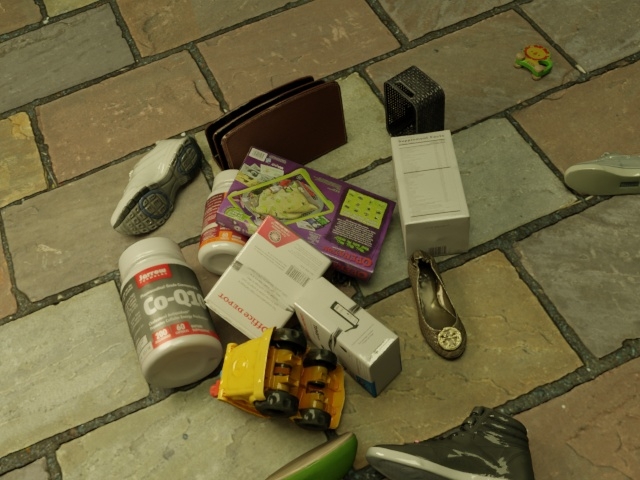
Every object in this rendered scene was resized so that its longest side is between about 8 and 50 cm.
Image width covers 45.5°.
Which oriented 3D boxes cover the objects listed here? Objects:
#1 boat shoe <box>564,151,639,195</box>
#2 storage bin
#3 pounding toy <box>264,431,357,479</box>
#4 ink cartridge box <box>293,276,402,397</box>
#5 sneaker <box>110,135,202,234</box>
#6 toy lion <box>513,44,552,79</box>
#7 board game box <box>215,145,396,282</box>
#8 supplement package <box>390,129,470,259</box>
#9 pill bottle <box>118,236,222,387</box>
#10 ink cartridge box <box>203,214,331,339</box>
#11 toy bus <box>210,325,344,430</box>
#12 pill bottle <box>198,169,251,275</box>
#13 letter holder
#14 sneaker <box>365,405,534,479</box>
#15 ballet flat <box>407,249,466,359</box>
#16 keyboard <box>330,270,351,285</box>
[{"bbox_3d":[0.647,-0.151,1.677,0.227,0.079,0.081,2,48,2],"label":"boat shoe"},{"bbox_3d":[0.218,-0.297,1.771,0.084,0.180,0.122,-33,57,-14],"label":"storage bin"},{"bbox_3d":[-0.020,0.435,1.313,0.237,0.183,0.110,-28,82,-11],"label":"pounding toy"},{"bbox_3d":[0.054,0.185,1.470,0.203,0.148,0.086,37,69,29],"label":"ink cartridge box"},{"bbox_3d":[-0.401,-0.129,1.804,0.129,0.111,0.297,9,51,33],"label":"sneaker"},{"bbox_3d":[0.548,-0.459,1.935,0.096,0.034,0.100,-29,56,-22],"label":"toy lion"},{"bbox_3d":[-0.027,-0.060,1.639,0.347,0.056,0.208,22,49,1],"label":"board game box"},{"bbox_3d":[0.235,-0.101,1.657,0.139,0.134,0.244,-7,54,4],"label":"supplement package"},{"bbox_3d":[-0.312,0.139,1.546,0.161,0.161,0.283,-22,55,-8],"label":"pill bottle"},{"bbox_3d":[-0.103,0.080,1.521,0.158,0.092,0.218,37,92,1],"label":"ink cartridge box"},{"bbox_3d":[-0.092,0.274,1.428,0.211,0.220,0.149,-19,51,36],"label":"toy bus"},{"bbox_3d":[-0.198,-0.042,1.684,0.121,0.121,0.221,-2,55,6],"label":"pill bottle"},{"bbox_3d":[-0.110,-0.280,1.784,0.302,0.214,0.152,-29,56,-12],"label":"letter holder"},{"bbox_3d":[0.233,0.364,1.351,0.296,0.104,0.147,9,54,7],"label":"sneaker"},{"bbox_3d":[0.231,0.122,1.543,0.084,0.058,0.250,-12,57,-2],"label":"ballet flat"},{"bbox_3d":[0.000,0.000,1.683,0.201,0.033,0.317,14,59,17],"label":"keyboard"}]
